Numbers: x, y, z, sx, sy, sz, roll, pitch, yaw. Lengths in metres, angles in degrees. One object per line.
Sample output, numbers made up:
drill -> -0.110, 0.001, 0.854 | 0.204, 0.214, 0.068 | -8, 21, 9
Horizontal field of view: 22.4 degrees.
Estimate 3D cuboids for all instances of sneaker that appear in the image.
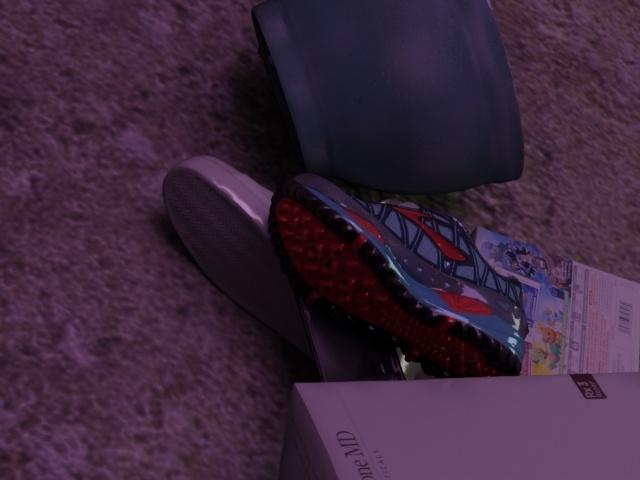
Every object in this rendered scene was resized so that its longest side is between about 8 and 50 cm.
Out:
sneaker -> 0.000, 0.000, 1.496 | 0.292, 0.108, 0.169 | 44, 51, -7
sneaker -> 0.068, 0.019, 1.389 | 0.262, 0.104, 0.125 | 38, 45, -15

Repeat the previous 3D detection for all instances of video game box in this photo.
video game box -> 0.216, 0.106, 1.559 | 0.187, 0.048, 0.205 | 21, 54, -14

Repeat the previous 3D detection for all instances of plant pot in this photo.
plant pot -> 0.050, -0.167, 1.529 | 0.196, 0.293, 0.293 | -18, 67, -3

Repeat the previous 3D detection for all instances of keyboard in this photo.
keyboard -> 0.025, 0.049, 1.411 | 0.108, 0.023, 0.180 | -10, 76, -28

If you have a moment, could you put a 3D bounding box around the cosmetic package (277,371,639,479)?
cosmetic package -> 0.171, 0.226, 1.306 | 0.385, 0.156, 0.217 | 0, 29, -20
